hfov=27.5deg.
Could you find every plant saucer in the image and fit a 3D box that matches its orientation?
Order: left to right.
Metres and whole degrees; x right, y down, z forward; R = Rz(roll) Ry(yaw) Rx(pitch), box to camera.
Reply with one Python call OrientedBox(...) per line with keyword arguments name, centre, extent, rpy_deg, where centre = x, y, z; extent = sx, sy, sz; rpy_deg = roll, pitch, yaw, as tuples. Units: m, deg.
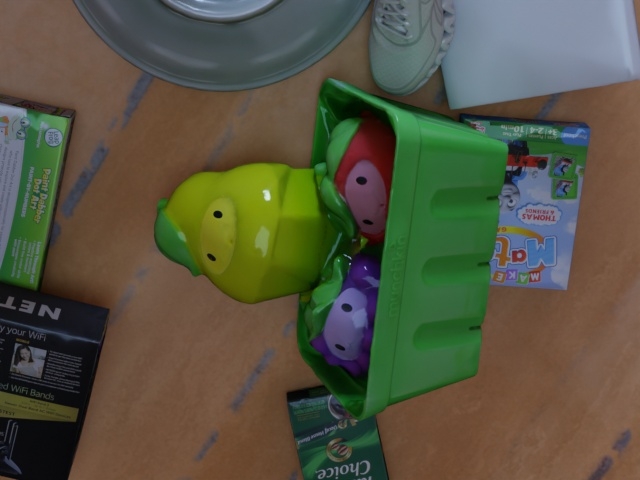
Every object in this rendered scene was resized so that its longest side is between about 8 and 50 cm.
OrientedBox(name="plant saucer", centre=(-0.115, -0.363, 1.500), extent=(0.401, 0.100, 0.400), rpy_deg=(0, 106, -2))

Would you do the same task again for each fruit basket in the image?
OrientedBox(name="fruit basket", centre=(0.000, 0.000, 1.541), extent=(0.392, 0.283, 0.391), rpy_deg=(-6, 109, -19))

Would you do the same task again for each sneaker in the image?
OrientedBox(name="sneaker", centre=(0.100, -0.293, 1.487), extent=(0.110, 0.118, 0.292), rpy_deg=(28, 126, 21))

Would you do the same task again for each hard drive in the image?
OrientedBox(name="hard drive", centre=(0.232, -0.343, 1.516), extent=(0.233, 0.047, 0.353), rpy_deg=(-8, 107, 18))

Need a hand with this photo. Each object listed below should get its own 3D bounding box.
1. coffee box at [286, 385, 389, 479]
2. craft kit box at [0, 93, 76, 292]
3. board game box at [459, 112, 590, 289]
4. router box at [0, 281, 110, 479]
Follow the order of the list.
OrientedBox(name="coffee box", centre=(0.027, 0.278, 1.720), extent=(0.113, 0.040, 0.184), rpy_deg=(-11, 106, 1))
OrientedBox(name="craft kit box", centre=(-0.445, -0.065, 1.596), extent=(0.247, 0.061, 0.249), rpy_deg=(14, 105, -4))
OrientedBox(name="board game box", centre=(0.243, -0.047, 1.636), extent=(0.160, 0.039, 0.211), rpy_deg=(4, 107, -4))
OrientedBox(name="router box", centre=(-0.438, 0.164, 1.620), extent=(0.309, 0.081, 0.242), rpy_deg=(15, 119, -7))
